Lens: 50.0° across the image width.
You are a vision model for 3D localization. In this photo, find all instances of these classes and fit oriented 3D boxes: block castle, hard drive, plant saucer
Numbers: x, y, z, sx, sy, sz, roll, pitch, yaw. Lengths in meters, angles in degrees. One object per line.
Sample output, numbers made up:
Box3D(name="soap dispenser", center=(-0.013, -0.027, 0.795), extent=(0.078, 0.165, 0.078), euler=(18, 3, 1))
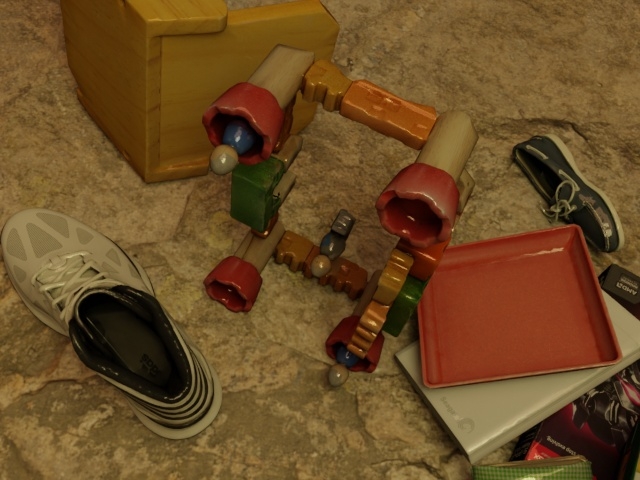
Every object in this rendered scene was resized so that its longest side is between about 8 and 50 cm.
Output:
Box3D(name="block castle", center=(0.000, 0.000, 0.906), extent=(0.303, 0.453, 0.213), euler=(26, 57, 7))
Box3D(name="hard drive", center=(0.289, 0.162, 1.001), extent=(0.307, 0.040, 0.203), euler=(-29, 42, -7))
Box3D(name="plant saucer", center=(0.274, 0.101, 1.003), extent=(0.259, 0.048, 0.258), euler=(-11, 43, 14))

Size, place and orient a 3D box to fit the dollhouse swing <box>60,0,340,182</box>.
Box3D(name="dollhouse swing", center=(-0.198, -0.313, 1.107), extent=(0.305, 0.347, 0.315), euler=(-32, 69, -28))

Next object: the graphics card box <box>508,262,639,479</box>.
Box3D(name="graphics card box", center=(0.458, 0.242, 1.018), extent=(0.233, 0.094, 0.371), euler=(30, 64, 11))

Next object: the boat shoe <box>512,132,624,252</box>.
Box3D(name="boat shoe", center=(0.420, -0.079, 1.174), extent=(0.079, 0.095, 0.254), euler=(-18, 65, -15))

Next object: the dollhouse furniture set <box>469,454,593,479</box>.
Box3D(name="dollhouse furniture set", center=(0.215, 0.386, 0.839), extent=(0.301, 0.151, 0.197), euler=(-8, 79, 4))

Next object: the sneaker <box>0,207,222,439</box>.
Box3D(name="sneaker", center=(-0.306, 0.066, 0.949), extent=(0.447, 0.257, 0.169), euler=(42, 68, 15))

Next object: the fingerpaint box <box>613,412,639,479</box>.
Box3D(name="fingerpaint box", center=(0.515, 0.416, 0.699), extent=(0.445, 0.163, 0.371), euler=(19, 47, 21))
